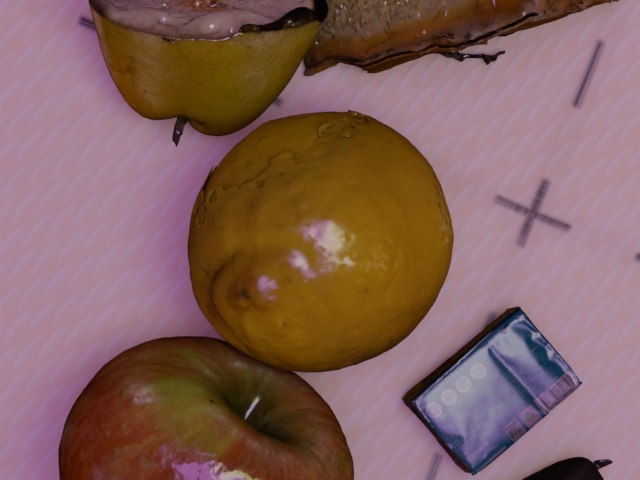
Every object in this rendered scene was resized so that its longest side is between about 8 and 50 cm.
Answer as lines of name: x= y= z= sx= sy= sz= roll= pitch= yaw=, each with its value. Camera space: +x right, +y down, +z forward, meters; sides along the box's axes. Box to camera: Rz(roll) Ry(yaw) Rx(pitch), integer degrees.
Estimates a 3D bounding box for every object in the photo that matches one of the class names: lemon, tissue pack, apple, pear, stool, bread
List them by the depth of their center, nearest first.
lemon: x=0.000 y=0.000 z=1.702 sx=0.297 sy=0.297 sz=0.297 roll=0 pitch=90 yaw=-4
apple: x=-0.128 y=0.254 z=1.709 sx=0.309 sy=0.277 sz=0.250 roll=37 pitch=117 yaw=15
pear: x=-0.125 y=-0.201 z=1.761 sx=0.267 sy=0.267 sz=0.178 roll=0 pitch=121 yaw=-4
stool: x=0.248 y=0.326 z=1.804 sx=0.217 sy=0.125 sz=0.121 roll=-27 pitch=93 yaw=6
tissue pack: x=0.195 y=0.172 z=1.817 sx=0.169 sy=0.082 sz=0.120 roll=-41 pitch=91 yaw=-3
bread: x=0.164 y=-0.324 z=1.823 sx=0.279 sy=0.315 sz=0.248 roll=-15 pitch=94 yaw=-47
